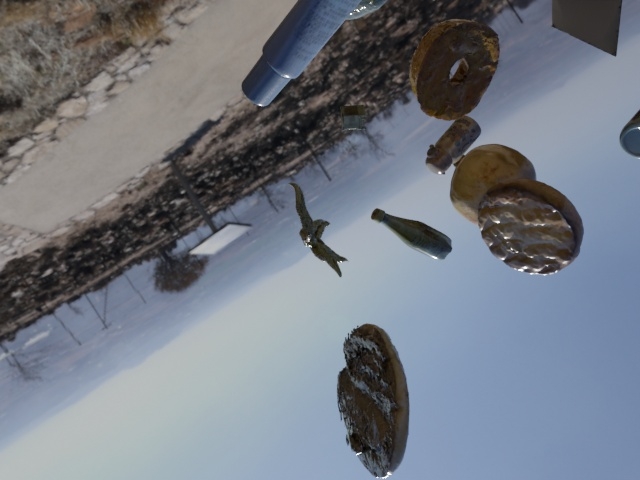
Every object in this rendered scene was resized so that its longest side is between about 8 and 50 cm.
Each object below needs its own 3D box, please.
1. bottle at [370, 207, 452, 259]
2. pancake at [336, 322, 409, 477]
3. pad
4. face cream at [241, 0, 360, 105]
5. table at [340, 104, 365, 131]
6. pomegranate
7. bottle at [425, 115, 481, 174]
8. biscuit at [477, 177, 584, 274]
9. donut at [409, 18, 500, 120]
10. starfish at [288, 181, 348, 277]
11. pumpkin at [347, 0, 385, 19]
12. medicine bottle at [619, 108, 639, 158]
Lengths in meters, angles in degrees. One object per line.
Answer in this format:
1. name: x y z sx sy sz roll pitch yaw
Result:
1. bottle: 0.262 -0.025 1.512 0.083 0.269 0.083 -48 -153 34
2. pancake: 0.128 0.400 1.361 0.071 0.382 0.382 3 165 -21
3. pad: 0.841 -0.761 1.671 0.007 0.248 0.367 -19 -142 -1
4. face cream: -0.015 -0.398 0.954 0.135 0.086 0.385 -10 156 -50
5. table: 0.114 -0.429 1.830 0.083 0.062 0.079 -4 -136 0
6. pomegranate: 0.641 -0.220 1.994 0.342 0.342 0.342 -33 179 -1
7. bottle: 0.432 -0.316 1.739 0.209 0.110 0.097 -48 -148 -11
8. biscuit: 0.579 -0.042 1.450 0.102 0.296 0.296 -39 -178 -30
9. donut: 0.370 -0.487 1.473 0.277 0.277 0.108 -33 -137 3
10. starfish: -0.001 0.003 1.695 0.078 0.358 0.347 -32 -141 8
11. pumpkin: 0.114 -0.978 1.939 0.327 0.291 0.257 5 -154 36
12. medicine bottle: 0.738 -0.264 1.141 0.216 0.090 0.090 -39 -178 -30
